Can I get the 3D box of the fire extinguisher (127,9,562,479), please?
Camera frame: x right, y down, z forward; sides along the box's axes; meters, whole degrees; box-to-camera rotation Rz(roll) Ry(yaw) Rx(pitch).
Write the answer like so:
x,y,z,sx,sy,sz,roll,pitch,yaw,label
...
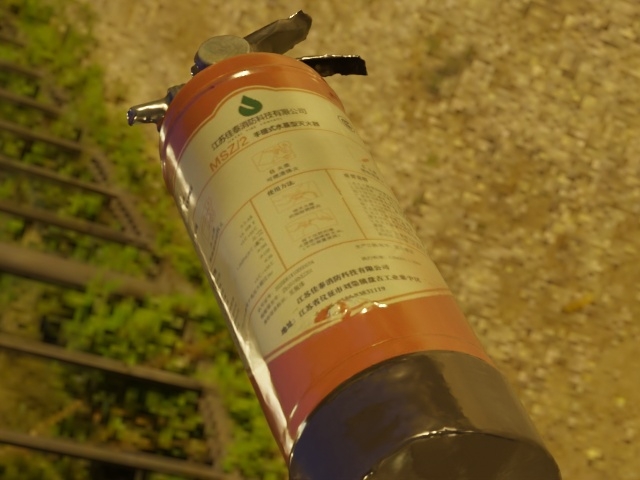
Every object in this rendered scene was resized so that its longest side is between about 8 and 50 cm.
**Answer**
x,y,z,sx,sy,sz,roll,pitch,yaw,label
0.000,0.000,0.380,0.177,0.062,0.050,-116,13,-48,fire extinguisher
